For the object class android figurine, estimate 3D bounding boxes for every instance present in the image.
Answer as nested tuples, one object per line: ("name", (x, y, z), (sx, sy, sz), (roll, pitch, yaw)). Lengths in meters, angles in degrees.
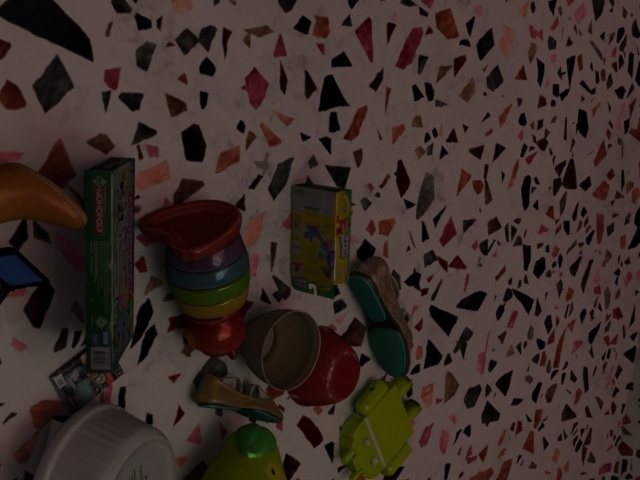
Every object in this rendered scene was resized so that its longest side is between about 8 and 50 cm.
("android figurine", (0.139, 0.450, 2.233), (0.273, 0.056, 0.248), (-42, 127, -34))

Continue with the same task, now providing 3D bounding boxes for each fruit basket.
("fruit basket", (-0.141, 0.555, 1.793), (0.392, 0.283, 0.392), (-36, 145, -31))

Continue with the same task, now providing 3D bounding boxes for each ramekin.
("ramekin", (-0.355, 0.418, 1.593), (0.273, 0.127, 0.273), (-40, 136, -54))

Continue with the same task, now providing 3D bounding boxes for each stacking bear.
("stacking bear", (-0.205, 0.087, 1.725), (0.164, 0.175, 0.289), (-27, 127, -32))

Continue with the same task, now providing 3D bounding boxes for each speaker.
("speaker", (-0.443, 0.367, 1.601), (0.055, 0.055, 0.136), (13, 90, -47))

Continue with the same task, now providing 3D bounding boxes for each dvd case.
("dvd case", (-0.405, 0.234, 1.641), (0.119, 0.013, 0.087), (-42, 126, -34))

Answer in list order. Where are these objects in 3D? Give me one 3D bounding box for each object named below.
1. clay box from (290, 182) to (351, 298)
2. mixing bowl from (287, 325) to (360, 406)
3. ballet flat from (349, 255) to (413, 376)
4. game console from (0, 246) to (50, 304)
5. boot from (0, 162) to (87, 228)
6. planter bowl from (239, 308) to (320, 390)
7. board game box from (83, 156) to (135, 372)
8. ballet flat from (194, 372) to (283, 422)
("clay box", (0.000, 0.000, 1.931), (0.053, 0.127, 0.222), (-12, 108, -45))
("mixing bowl", (0.020, 0.282, 2.037), (0.181, 0.098, 0.181), (-12, 107, -44))
("ballet flat", (0.159, 0.169, 2.158), (0.106, 0.107, 0.316), (-47, 131, -38))
("game console", (-0.494, 0.069, 1.443), (0.107, 0.071, 0.122), (-58, 152, -19))
("boot", (-0.506, -0.025, 1.341), (0.295, 0.104, 0.211), (29, 62, -11))
("planter bowl", (-0.094, 0.208, 1.892), (0.162, 0.109, 0.162), (-14, 109, -44))
("board game box", (-0.341, 0.032, 1.539), (0.046, 0.213, 0.317), (2, 101, -2))
("ballet flat", (-0.152, 0.313, 1.882), (0.232, 0.080, 0.073), (26, 65, -48))
